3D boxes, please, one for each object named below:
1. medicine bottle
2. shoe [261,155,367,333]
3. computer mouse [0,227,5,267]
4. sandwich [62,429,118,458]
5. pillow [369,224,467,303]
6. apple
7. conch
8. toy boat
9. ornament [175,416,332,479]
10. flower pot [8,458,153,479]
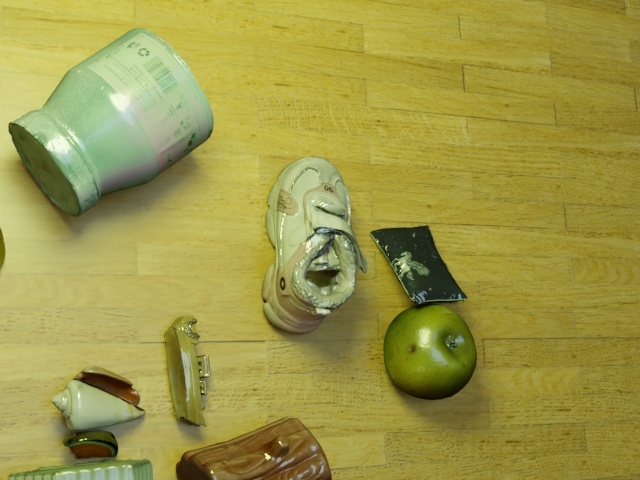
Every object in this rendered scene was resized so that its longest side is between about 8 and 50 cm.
[{"bbox_3d":[-0.373,-0.202,1.639,0.290,0.245,0.245,-39,96,-23],"label":"medicine bottle"},{"bbox_3d":[0.003,0.000,1.784,0.171,0.198,0.351,8,77,-24],"label":"shoe"},{"bbox_3d":[-0.660,0.018,1.569,0.245,0.056,0.126,-10,84,-26],"label":"computer mouse"},{"bbox_3d":[-0.398,0.354,1.611,0.101,0.069,0.026,4,48,-26],"label":"sandwich"},{"bbox_3d":[0.200,0.048,1.902,0.141,0.055,0.208,-4,47,-25],"label":"pillow"},{"bbox_3d":[0.222,0.223,1.859,0.196,0.157,0.196,10,68,-27],"label":"apple"},{"bbox_3d":[-0.382,0.279,1.616,0.176,0.094,0.104,5,53,-26],"label":"conch"},{"bbox_3d":[-0.238,0.241,1.707,0.072,0.064,0.206,-2,82,-42],"label":"toy boat"},{"bbox_3d":[-0.112,0.427,1.647,0.217,0.221,0.235,-19,44,-29],"label":"ornament"},{"bbox_3d":[-0.384,0.460,1.513,0.209,0.239,0.190,8,73,-53],"label":"flower pot"}]
